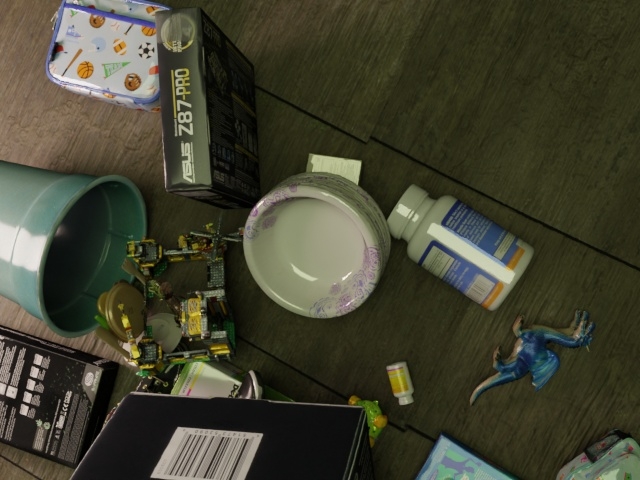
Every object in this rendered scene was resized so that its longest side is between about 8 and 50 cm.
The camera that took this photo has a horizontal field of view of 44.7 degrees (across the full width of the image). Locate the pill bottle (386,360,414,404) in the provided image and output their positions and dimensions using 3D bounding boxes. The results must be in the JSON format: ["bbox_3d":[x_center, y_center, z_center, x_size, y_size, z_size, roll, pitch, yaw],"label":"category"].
[{"bbox_3d":[0.166,0.293,1.598,0.043,0.043,0.083,-16,85,9],"label":"pill bottle"}]

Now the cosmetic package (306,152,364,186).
[{"bbox_3d":[0.030,-0.145,1.637,0.115,0.041,0.060,11,91,10],"label":"cosmetic package"}]

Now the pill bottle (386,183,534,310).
[{"bbox_3d":[0.267,0.006,1.534,0.272,0.152,0.152,34,94,10],"label":"pill bottle"}]

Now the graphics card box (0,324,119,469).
[{"bbox_3d":[-0.652,0.331,1.718,0.370,0.094,0.233,15,90,11],"label":"graphics card box"}]

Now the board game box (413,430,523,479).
[{"bbox_3d":[0.296,0.509,1.565,0.210,0.047,0.160,31,94,10],"label":"board game box"}]

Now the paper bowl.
[{"bbox_3d":[0.000,0.000,1.554,0.284,0.148,0.284,9,118,16],"label":"paper bowl"}]

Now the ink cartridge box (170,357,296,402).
[{"bbox_3d":[-0.189,0.373,1.632,0.255,0.097,0.189,26,92,10],"label":"ink cartridge box"}]

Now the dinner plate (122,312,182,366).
[{"bbox_3d":[-0.361,0.207,1.662,0.141,0.017,0.141,-13,42,12],"label":"dinner plate"}]

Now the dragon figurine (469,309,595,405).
[{"bbox_3d":[0.418,0.242,1.533,0.144,0.085,0.289,34,93,10],"label":"dragon figurine"}]

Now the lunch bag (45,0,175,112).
[{"bbox_3d":[-0.443,-0.422,1.697,0.303,0.115,0.243,16,89,9],"label":"lunch bag"}]

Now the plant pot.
[{"bbox_3d":[-0.596,-0.010,1.617,0.334,0.341,0.341,16,91,18],"label":"plant pot"}]

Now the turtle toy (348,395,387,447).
[{"bbox_3d":[0.086,0.385,1.597,0.095,0.066,0.130,33,97,33],"label":"turtle toy"}]

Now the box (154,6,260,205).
[{"bbox_3d":[-0.203,-0.232,1.503,0.097,0.395,0.319,-2,88,8],"label":"box"}]

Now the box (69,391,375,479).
[{"bbox_3d":[-0.144,0.556,1.406,0.479,0.297,0.472,0,121,16],"label":"box"}]

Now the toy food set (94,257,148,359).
[{"bbox_3d":[-0.416,0.147,1.639,0.038,0.132,0.192,-12,46,29],"label":"toy food set"}]

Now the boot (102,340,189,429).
[{"bbox_3d":[-0.360,0.326,1.621,0.085,0.178,0.237,25,93,9],"label":"boot"}]

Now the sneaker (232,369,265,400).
[{"bbox_3d":[-0.182,0.367,1.546,0.097,0.084,0.235,16,96,-22],"label":"sneaker"}]

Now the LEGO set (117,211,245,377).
[{"bbox_3d":[-0.282,0.105,1.555,0.254,0.192,0.332,3,67,2],"label":"LEGO set"}]

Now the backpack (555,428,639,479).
[{"bbox_3d":[0.548,0.477,1.476,0.188,0.144,0.166,-34,88,10],"label":"backpack"}]
